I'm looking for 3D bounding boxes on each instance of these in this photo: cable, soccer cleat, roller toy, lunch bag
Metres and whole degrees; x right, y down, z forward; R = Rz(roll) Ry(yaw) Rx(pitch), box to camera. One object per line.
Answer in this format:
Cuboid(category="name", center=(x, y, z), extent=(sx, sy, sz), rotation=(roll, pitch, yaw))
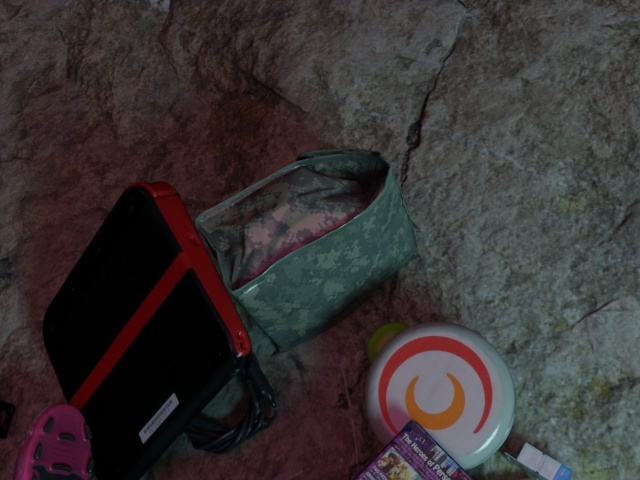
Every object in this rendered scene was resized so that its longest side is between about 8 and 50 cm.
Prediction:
Cuboid(category="cable", center=(-0.157, 0.231, 1.135), extent=(0.151, 0.047, 0.184), rotation=(-37, 63, 1))
Cuboid(category="soccer cleat", center=(-0.411, 0.403, 1.060), extent=(0.143, 0.116, 0.331), rotation=(-19, 63, 35))
Cuboid(category="roller toy", center=(0.164, 0.214, 0.994), extent=(0.191, 0.146, 0.209), rotation=(-5, 73, 15))
Cuboid(category="lunch bag", center=(0.000, 0.000, 1.094), extent=(0.287, 0.235, 0.169), rotation=(-30, 57, -1))

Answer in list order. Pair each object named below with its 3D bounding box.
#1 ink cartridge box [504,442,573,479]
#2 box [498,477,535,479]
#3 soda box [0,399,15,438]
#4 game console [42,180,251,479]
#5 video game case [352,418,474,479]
Cuboid(category="ink cartridge box", center=(0.286, 0.294, 0.975), extent=(0.083, 0.048, 0.028), rotation=(29, 74, 25))
Cuboid(category="box", center=(0.181, 0.374, 0.934), extent=(0.201, 0.021, 0.164), rotation=(-9, 29, 12))
Cuboid(category="soda box", center=(-0.593, 0.286, 1.215), extent=(0.169, 0.053, 0.060), rotation=(0, 64, 14))
Cuboid(category="game console", center=(-0.273, 0.140, 1.095), extent=(0.386, 0.060, 0.342), rotation=(-49, 60, 29))
Cuboid(category="video game case", center=(0.118, 0.365, 0.862), extent=(0.210, 0.042, 0.232), rotation=(-46, 70, -2))
